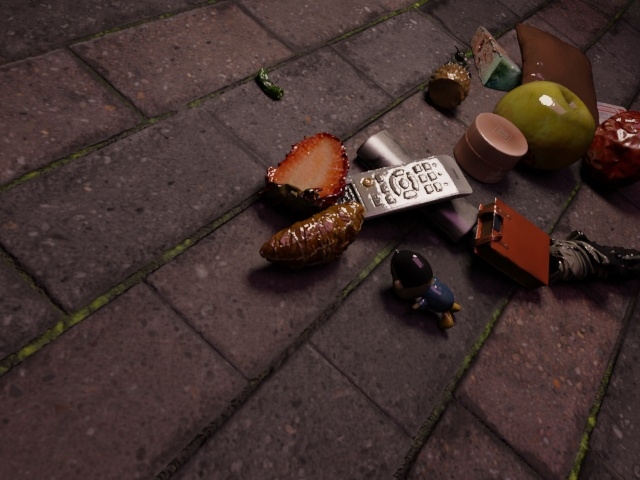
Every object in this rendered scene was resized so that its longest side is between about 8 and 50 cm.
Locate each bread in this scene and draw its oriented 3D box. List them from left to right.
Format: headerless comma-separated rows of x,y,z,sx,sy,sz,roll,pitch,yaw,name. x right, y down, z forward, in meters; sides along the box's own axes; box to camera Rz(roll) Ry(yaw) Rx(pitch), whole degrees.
0.000,0.000,1.023,0.233,0.105,0.076,-23,61,-32,bread

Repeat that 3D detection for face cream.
0.422,-0.229,1.426,0.149,0.104,0.149,14,49,-17,face cream

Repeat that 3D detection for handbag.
0.408,0.007,1.215,0.190,0.063,0.127,29,59,-26,handbag

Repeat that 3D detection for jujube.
0.846,-0.256,1.593,0.213,0.213,0.232,46,40,13,jujube

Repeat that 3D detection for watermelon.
0.545,-0.575,1.794,0.154,0.094,0.241,7,49,-32,watermelon

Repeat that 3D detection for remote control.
0.152,-0.097,1.178,0.313,0.055,0.109,-14,59,-12,remote control

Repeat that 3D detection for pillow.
0.721,-0.498,1.744,0.305,0.108,0.308,20,60,-20,pillow

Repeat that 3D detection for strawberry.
-0.006,-0.119,1.112,0.167,0.087,0.208,20,47,28,strawberry

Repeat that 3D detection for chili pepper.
-0.116,-0.355,1.306,0.091,0.034,0.030,51,16,18,chili pepper

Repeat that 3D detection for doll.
0.189,0.087,1.072,0.179,0.089,0.102,54,45,-13,doll

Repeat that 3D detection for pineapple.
0.370,-0.458,1.582,0.125,0.125,0.251,33,42,0,pineapple

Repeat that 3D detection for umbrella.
0.661,0.040,1.333,0.357,0.106,0.113,2,50,-26,umbrella

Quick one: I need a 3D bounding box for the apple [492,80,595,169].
0.587,-0.308,1.514,0.261,0.194,0.261,20,46,-22,apple

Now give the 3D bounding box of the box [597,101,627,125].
0.920,-0.388,1.850,0.229,0.050,0.123,2,52,-26,box

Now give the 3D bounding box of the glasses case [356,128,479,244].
0.220,-0.123,1.266,0.299,0.060,0.114,44,53,11,glasses case
